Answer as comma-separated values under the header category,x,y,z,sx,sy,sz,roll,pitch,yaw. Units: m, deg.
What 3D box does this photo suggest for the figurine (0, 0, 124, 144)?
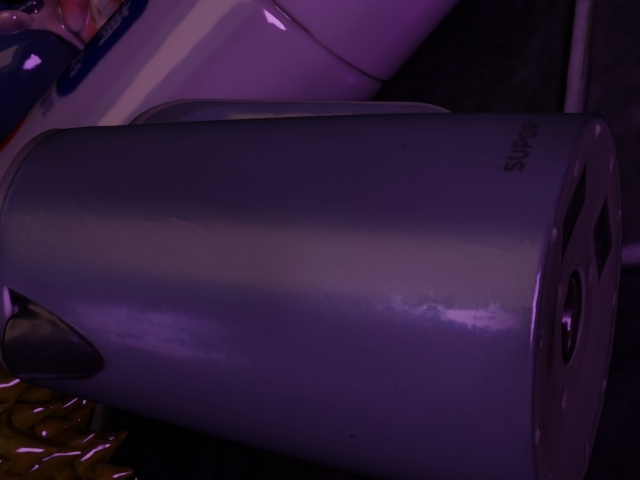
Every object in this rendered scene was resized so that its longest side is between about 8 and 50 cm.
category,x,y,z,sx,sy,sz,roll,pitch,yaw
figurine,-0.155,-0.120,1.060,0.195,0.111,0.102,-33,46,23

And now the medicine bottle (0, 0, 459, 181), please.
category,x,y,z,sx,sy,sz,roll,pitch,yaw
medicine bottle,-0.046,-0.087,0.922,0.341,0.130,0.130,-46,43,14

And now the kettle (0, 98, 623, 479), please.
category,x,y,z,sx,sy,sz,roll,pitch,yaw
kettle,0.000,0.000,0.756,0.243,0.160,0.210,7,41,20

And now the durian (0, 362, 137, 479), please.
category,x,y,z,sx,sy,sz,roll,pitch,yaw
durian,-0.178,0.141,0.834,0.169,0.157,0.355,-7,92,26
